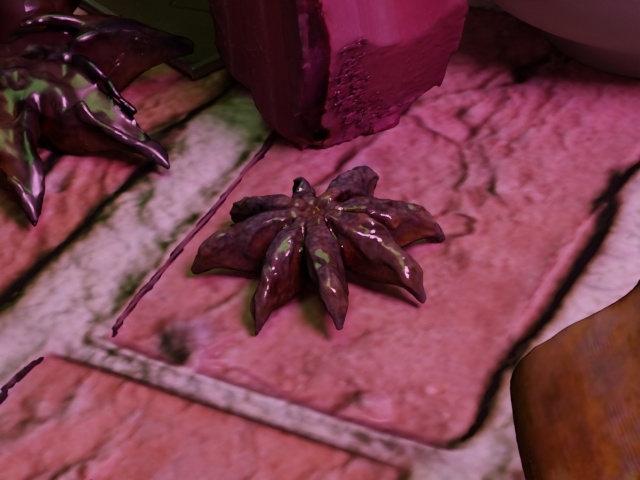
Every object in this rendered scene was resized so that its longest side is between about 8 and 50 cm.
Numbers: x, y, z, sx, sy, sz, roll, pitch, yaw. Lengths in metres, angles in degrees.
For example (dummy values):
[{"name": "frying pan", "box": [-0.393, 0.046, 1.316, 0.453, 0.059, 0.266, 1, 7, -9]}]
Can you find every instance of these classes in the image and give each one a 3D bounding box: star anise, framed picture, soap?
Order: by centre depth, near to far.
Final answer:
[{"name": "star anise", "box": [0.000, 0.000, 0.986, 0.141, 0.042, 0.141, -5, 38, 4]}, {"name": "soap", "box": [-0.005, -0.193, 1.040, 0.112, 0.289, 0.182, -24, 39, -17]}, {"name": "star anise", "box": [-0.208, -0.108, 1.116, 0.272, 0.102, 0.272, -4, 39, 3]}, {"name": "framed picture", "box": [-0.084, -0.159, 1.241, 0.109, 0.011, 0.149, -28, 42, -26]}]

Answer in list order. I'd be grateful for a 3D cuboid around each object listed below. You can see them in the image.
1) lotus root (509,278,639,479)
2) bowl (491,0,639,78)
[{"name": "lotus root", "box": [0.190, 0.110, 0.682, 0.199, 0.188, 0.180, -35, 39, 24]}, {"name": "bowl", "box": [0.218, -0.220, 1.128, 0.353, 0.185, 0.354, -4, 37, 3]}]
